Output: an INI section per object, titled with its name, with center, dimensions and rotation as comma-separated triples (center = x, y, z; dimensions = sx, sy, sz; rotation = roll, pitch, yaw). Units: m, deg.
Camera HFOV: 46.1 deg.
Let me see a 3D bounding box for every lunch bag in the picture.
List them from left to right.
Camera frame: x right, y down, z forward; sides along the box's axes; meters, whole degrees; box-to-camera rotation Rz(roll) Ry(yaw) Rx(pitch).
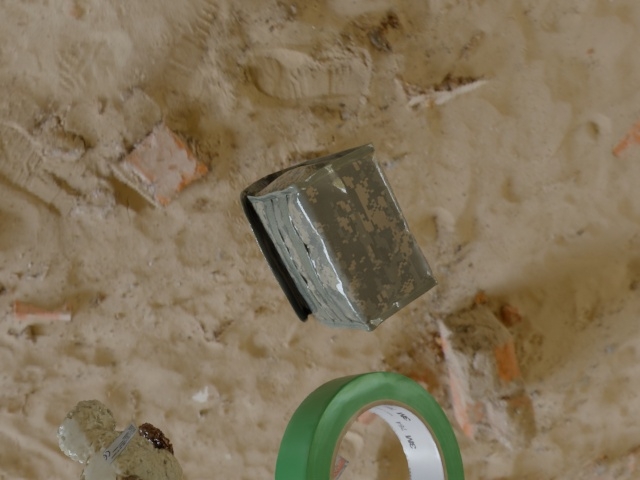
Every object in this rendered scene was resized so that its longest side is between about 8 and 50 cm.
[lunch bag]
center = 0.000, 0.000, 1.142
dimensions = 0.169, 0.287, 0.235
rotation = -31, 102, -25

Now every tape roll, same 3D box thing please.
[tape roll]
center = 0.081, 0.357, 1.108
dimensions = 0.321, 0.321, 0.077
rotation = 33, 147, -28

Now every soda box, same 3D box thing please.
[soda box]
center = -0.009, 0.398, 1.382
dimensions = 0.058, 0.063, 0.183
rotation = -54, 150, -10

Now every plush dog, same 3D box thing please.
[plush dog]
center = -0.298, 0.400, 1.216
dimensions = 0.210, 0.262, 0.225
rotation = -4, 159, 21
